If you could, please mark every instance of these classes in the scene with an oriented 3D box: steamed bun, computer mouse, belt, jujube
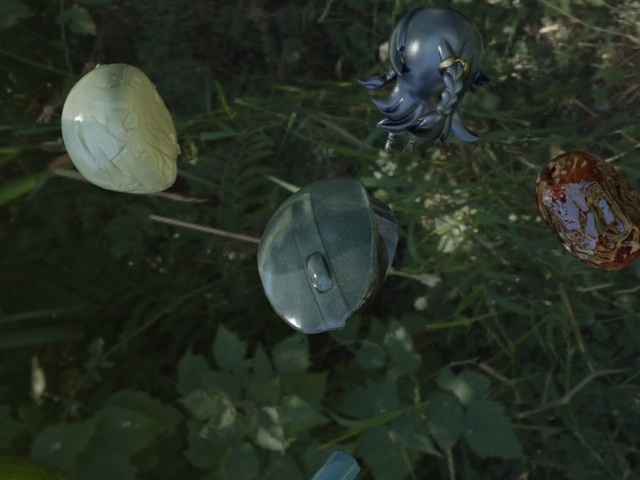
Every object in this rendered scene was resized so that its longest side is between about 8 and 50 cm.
[{"bbox_3d":[-0.198,-0.101,0.800,0.091,0.130,0.112,-15,50,12],"label":"steamed bun"},{"bbox_3d":[-0.003,-0.002,1.275,0.114,0.203,0.374,58,-170,-27],"label":"computer mouse"},{"bbox_3d":[0.070,0.016,1.438,0.141,0.082,0.190,-30,40,51],"label":"belt"},{"bbox_3d":[0.510,-0.049,1.558,0.243,0.183,0.183,39,144,-19],"label":"jujube"}]

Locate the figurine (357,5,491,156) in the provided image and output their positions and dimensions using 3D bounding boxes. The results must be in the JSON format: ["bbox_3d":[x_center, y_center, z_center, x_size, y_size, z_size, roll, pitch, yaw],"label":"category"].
[{"bbox_3d":[0.197,-0.283,1.480,0.197,0.175,0.264,4,101,43],"label":"figurine"}]

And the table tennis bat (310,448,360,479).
[{"bbox_3d":[-0.066,0.384,1.007,0.215,0.329,0.044,13,133,41],"label":"table tennis bat"}]

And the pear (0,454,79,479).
[{"bbox_3d":[-0.335,0.323,0.844,0.212,0.269,0.212,-12,77,62],"label":"pear"}]
